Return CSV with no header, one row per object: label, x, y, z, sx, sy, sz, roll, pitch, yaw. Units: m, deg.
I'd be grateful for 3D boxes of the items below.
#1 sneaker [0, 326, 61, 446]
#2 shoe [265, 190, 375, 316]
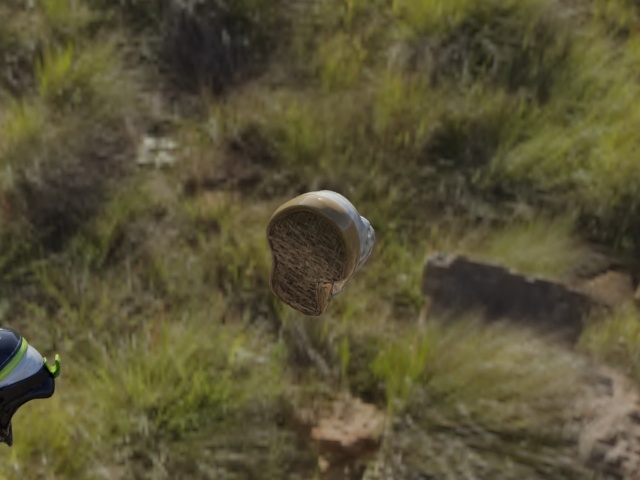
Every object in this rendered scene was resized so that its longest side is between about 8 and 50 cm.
sneaker,-0.349,0.187,1.463,0.235,0.097,0.084,-42,24,13
shoe,0.000,0.000,1.164,0.076,0.219,0.058,35,71,4
